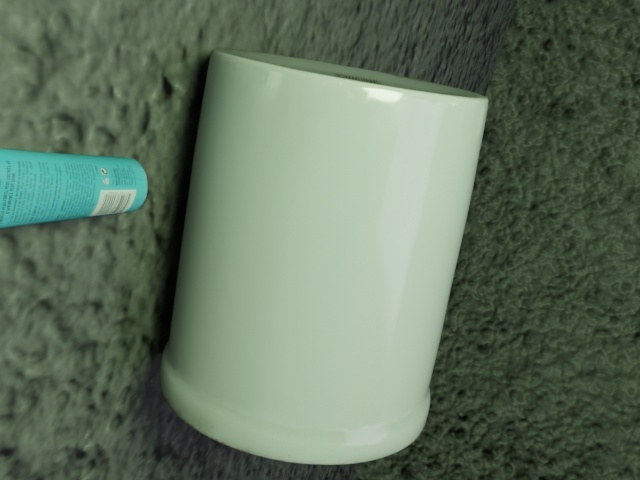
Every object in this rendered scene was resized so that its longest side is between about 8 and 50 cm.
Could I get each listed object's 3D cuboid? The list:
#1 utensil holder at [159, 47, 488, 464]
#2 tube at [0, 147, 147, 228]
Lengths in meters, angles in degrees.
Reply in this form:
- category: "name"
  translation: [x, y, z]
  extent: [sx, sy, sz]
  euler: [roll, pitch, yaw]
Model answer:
- category: "utensil holder"
  translation: [0.000, 0.000, 0.789]
  extent: [0.327, 0.327, 0.385]
  euler: [-23, 127, -60]
- category: "tube"
  translation: [-0.237, -0.044, 0.574]
  extent: [0.207, 0.052, 0.080]
  euler: [-10, 112, -59]
